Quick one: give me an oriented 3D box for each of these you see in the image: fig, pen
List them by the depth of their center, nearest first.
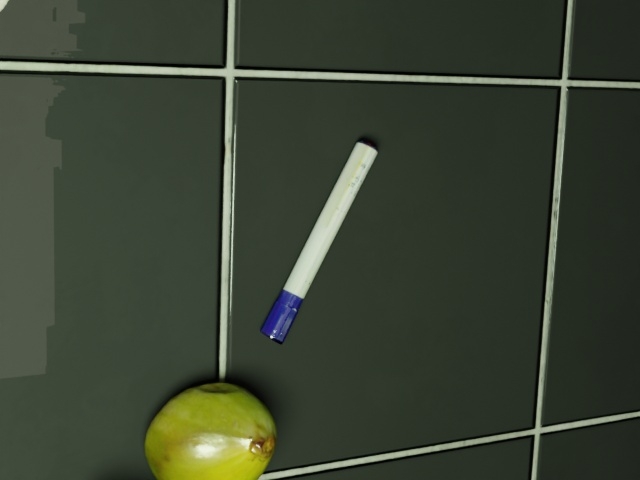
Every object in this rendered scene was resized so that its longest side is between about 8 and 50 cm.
[{"bbox_3d":[-0.126,0.232,1.238,0.153,0.121,0.136,-35,122,7],"label":"fig"},{"bbox_3d":[0.000,0.000,1.308,0.033,0.033,0.269,29,85,-30],"label":"pen"}]

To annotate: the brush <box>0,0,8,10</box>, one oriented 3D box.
[{"bbox_3d":[-0.397,-0.227,0.973,0.166,0.174,0.267,33,89,-39],"label":"brush"}]
